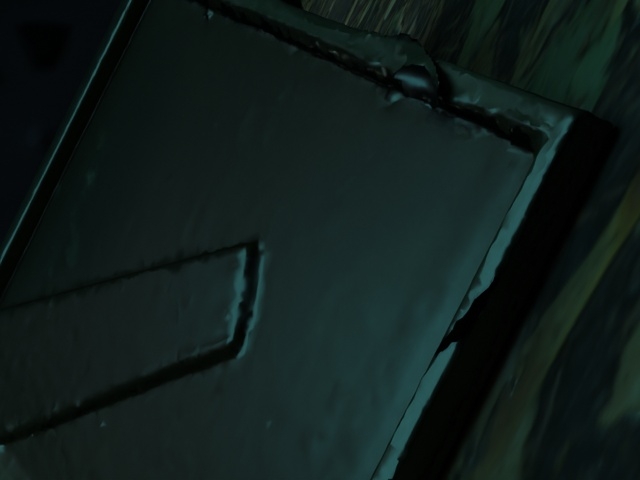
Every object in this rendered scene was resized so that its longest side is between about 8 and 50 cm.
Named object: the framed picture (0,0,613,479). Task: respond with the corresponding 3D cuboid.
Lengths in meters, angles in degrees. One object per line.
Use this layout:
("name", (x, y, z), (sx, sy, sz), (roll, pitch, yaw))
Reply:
("framed picture", (-0.043, 0.019, 0.520), (0.281, 0.019, 0.209), (34, 99, 56))

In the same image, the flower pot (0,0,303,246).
("flower pot", (-0.107, -0.051, 0.757), (0.265, 0.265, 0.243), (-64, 4, 1))
